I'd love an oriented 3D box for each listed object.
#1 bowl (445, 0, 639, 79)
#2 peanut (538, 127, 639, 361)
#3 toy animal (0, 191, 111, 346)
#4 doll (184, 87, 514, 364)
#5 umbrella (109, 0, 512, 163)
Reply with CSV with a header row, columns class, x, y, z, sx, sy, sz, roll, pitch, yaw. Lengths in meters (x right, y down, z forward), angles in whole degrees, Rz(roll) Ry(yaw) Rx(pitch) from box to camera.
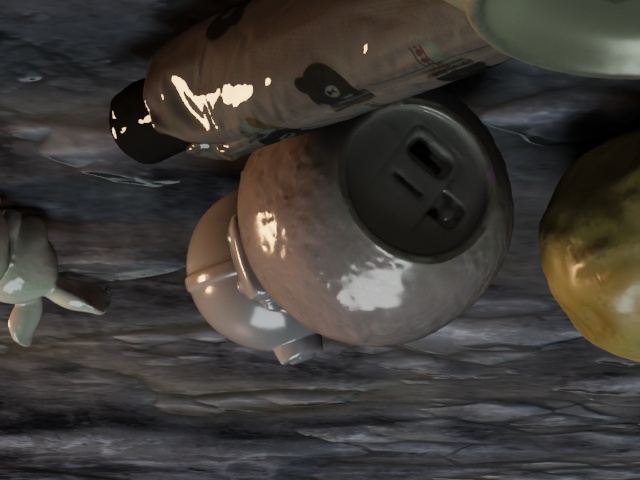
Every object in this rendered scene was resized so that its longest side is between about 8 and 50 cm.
class,x,y,z,sx,sy,sz,roll,pitch,yaw
bowl,0.109,-0.132,0.645,0.238,0.126,0.238,1,163,0
peanut,0.201,-0.006,1.075,0.147,0.147,0.319,4,167,-10
toy animal,-0.206,0.014,1.304,0.071,0.085,0.124,-25,161,21
doll,0.000,0.000,1.114,0.151,0.151,0.287,6,167,-19
umbrella,0.012,-0.090,0.900,0.067,0.073,0.337,34,150,-29
